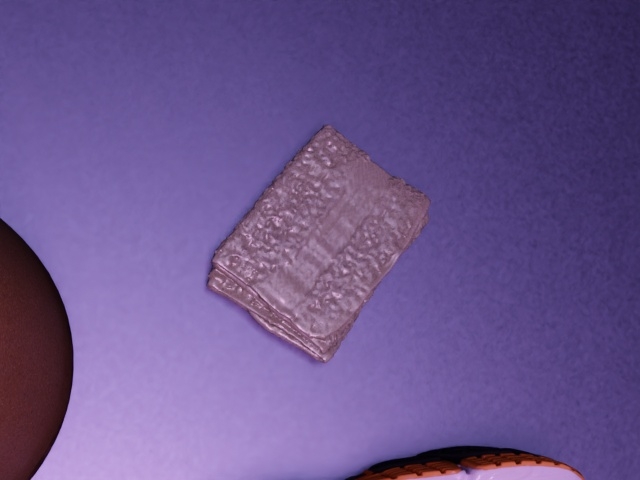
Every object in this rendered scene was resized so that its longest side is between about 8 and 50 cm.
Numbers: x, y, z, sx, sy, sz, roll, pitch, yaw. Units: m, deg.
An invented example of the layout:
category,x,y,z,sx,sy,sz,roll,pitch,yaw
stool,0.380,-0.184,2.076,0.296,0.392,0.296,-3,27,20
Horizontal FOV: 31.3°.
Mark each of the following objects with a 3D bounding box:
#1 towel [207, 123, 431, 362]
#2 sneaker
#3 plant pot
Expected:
category,x,y,z,sx,sy,sz,roll,pitch,yaw
towel,0.000,0.000,0.795,0.110,0.027,0.148,37,73,-2
sneaker,0.048,0.206,0.733,0.262,0.099,0.121,-10,87,-8
plant pot,-0.251,0.052,0.604,0.237,0.254,0.237,3,77,-12
